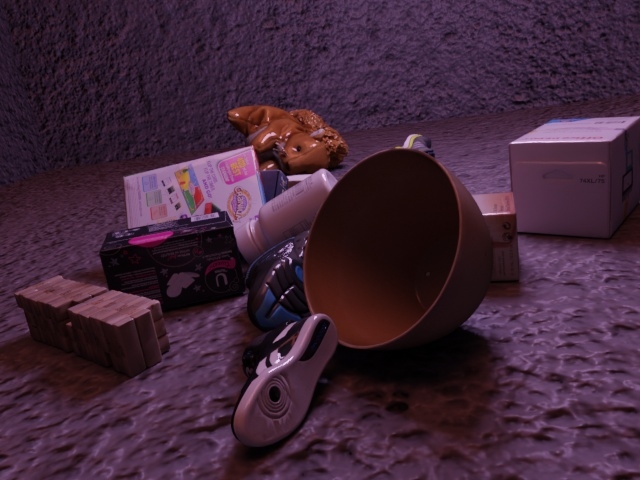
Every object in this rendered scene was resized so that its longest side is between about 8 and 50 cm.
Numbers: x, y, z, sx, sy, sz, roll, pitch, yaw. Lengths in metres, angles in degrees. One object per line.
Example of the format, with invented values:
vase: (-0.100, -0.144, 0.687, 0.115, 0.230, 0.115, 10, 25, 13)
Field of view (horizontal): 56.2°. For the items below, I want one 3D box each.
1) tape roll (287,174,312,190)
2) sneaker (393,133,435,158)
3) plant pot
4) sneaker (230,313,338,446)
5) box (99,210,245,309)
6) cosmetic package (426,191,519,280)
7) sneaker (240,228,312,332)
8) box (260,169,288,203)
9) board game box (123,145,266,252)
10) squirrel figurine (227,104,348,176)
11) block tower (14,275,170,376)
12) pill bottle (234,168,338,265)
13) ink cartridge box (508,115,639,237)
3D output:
tape roll: (-0.099, -0.100, 1.625, 0.287, 0.100, 0.286, -7, 18, 2)
sneaker: (0.334, -0.283, 2.029, 0.122, 0.111, 0.300, 10, 29, 23)
plant pot: (0.139, 0.031, 0.878, 0.191, 0.283, 0.284, 20, -5, -40)
sneaker: (-0.069, 0.183, 0.769, 0.121, 0.079, 0.217, -20, 17, 38)
box: (-0.288, 0.043, 1.188, 0.248, 0.142, 0.163, -11, 16, -11)
cosmetic package: (0.210, -0.004, 1.113, 0.297, 0.129, 0.153, -4, 19, 16)
sneaker: (-0.070, 0.086, 1.033, 0.140, 0.125, 0.341, -23, 9, 16)
box: (-0.202, -0.075, 1.465, 0.233, 0.183, 0.059, 0, -20, 23)
board game box: (-0.283, -0.070, 1.380, 0.317, 0.242, 0.064, -13, -25, 1)
squirrel figurine: (-0.073, -0.350, 2.152, 0.397, 0.280, 0.371, -24, 29, -34)
block tower: (-0.390, 0.137, 1.020, 0.336, 0.097, 0.091, 8, 24, 39)
pill bottle: (-0.054, -0.036, 1.228, 0.229, 0.131, 0.131, -31, 13, 14)
ink cartridge box: (0.548, -0.143, 1.277, 0.198, 0.197, 0.270, 6, 22, 38)
